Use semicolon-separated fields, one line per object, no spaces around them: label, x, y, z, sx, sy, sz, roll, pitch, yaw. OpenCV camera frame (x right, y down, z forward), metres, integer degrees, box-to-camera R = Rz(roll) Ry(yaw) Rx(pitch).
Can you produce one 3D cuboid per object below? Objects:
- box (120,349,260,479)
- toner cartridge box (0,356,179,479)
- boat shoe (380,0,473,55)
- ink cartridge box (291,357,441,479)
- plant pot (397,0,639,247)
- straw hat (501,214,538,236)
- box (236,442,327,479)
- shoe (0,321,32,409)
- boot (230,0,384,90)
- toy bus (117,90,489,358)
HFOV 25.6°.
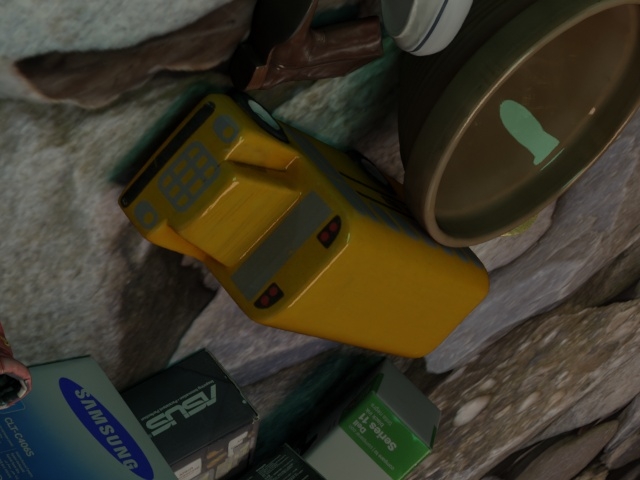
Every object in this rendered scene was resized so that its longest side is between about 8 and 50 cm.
box;-0.245;0.291;1.221;0.395;0.097;0.318;-27;149;-27
toner cartridge box;-0.147;0.241;0.975;0.165;0.348;0.075;-8;140;-49
boat shoe;0.052;-0.208;0.843;0.075;0.083;0.226;-13;134;-23
ink cartridge box;0.017;0.233;1.428;0.208;0.087;0.153;-45;180;11
plant pot;0.136;-0.116;1.045;0.237;0.110;0.237;-32;152;-20
straw hat;0.168;-0.037;1.277;0.144;0.061;0.144;-31;154;-17
box;-0.078;0.288;1.234;0.180;0.077;0.147;-34;154;-38
shoe;-0.250;0.063;0.857;0.063;0.081;0.178;-46;154;14
boot;0.007;-0.140;0.921;0.114;0.037;0.106;-12;156;-39
toy bus;0.000;0.000;1.032;0.108;0.130;0.332;-46;154;13
